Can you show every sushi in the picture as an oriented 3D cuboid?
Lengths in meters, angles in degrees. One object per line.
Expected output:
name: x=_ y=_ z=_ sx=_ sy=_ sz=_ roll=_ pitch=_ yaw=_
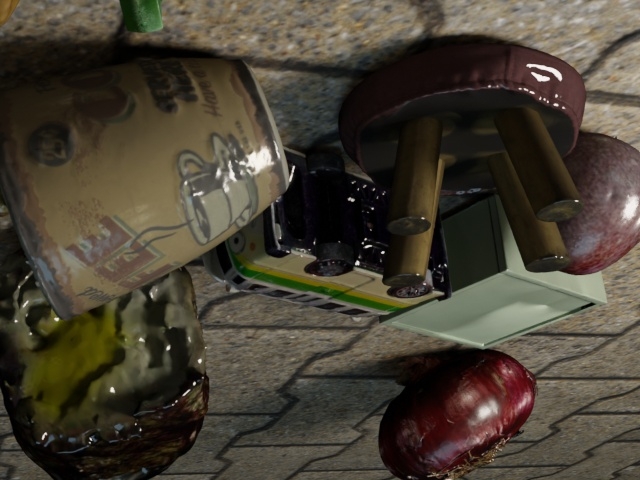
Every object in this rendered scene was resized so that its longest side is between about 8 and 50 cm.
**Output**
sushi: x=-0.288 y=0.151 z=1.472 sx=0.281 sy=0.299 sz=0.294 roll=-25 pitch=162 yaw=-13

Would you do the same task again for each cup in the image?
cup: x=-0.173 y=-0.062 z=1.133 sx=0.257 sy=0.227 sz=0.301 roll=-17 pitch=178 yaw=-9

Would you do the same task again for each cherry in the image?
cherry: x=0.323 y=-0.042 z=1.341 sx=0.140 sy=0.176 sz=0.176 roll=18 pitch=166 yaw=26

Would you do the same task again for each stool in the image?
stool: x=0.159 y=-0.072 z=1.208 sx=0.272 sy=0.178 sz=0.272 roll=-4 pitch=157 yaw=-2

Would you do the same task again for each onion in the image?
onion: x=0.238 y=0.302 z=2.037 sx=0.314 sy=0.232 sz=0.314 roll=-28 pitch=169 yaw=-6

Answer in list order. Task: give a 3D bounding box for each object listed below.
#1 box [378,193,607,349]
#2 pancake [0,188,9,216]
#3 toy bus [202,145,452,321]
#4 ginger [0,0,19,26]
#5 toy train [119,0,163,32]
box: x=0.230 y=0.047 z=1.569 sx=0.225 sy=0.117 sz=0.225 roll=17 pitch=148 yaw=-40
pancake: x=-0.386 y=-0.089 z=1.215 sx=0.250 sy=0.031 sz=0.250 roll=-5 pitch=155 yaw=-2
toy bus: x=0.000 y=0.000 z=1.376 sx=0.179 sy=0.143 sz=0.305 roll=-24 pitch=152 yaw=39
ginger: x=-0.276 y=-0.245 z=0.674 sx=0.201 sy=0.222 sz=0.269 roll=3 pitch=157 yaw=-12
toy train: x=-0.154 y=-0.219 z=0.950 sx=0.038 sy=0.056 sz=0.093 roll=-3 pitch=155 yaw=-2
